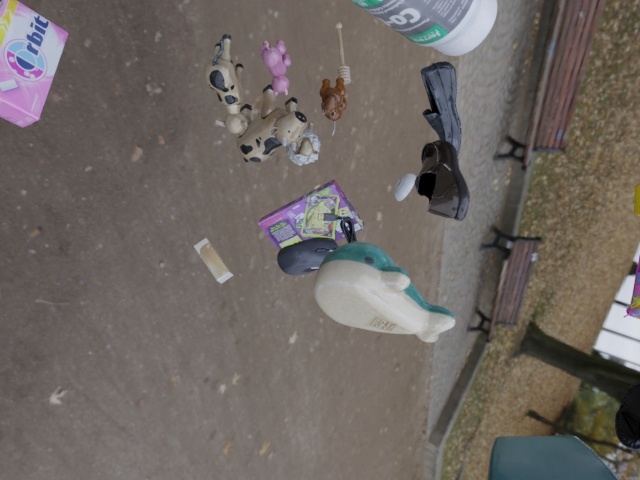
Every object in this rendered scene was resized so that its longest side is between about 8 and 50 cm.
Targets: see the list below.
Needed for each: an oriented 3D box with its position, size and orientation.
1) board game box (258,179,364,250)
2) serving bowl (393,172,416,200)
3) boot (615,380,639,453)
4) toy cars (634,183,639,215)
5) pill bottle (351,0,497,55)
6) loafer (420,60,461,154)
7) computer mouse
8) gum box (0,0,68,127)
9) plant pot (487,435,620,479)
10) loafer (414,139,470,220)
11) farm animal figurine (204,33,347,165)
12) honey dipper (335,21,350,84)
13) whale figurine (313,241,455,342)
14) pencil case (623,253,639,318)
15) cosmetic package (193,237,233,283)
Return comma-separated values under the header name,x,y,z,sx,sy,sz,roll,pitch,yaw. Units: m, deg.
name,x,y,z,sx,sy,sz,roll,pitch,yaw
board game box,-0.037,-0.063,1.997,0.208,0.346,0.056,52,30,-25
serving bowl,0.224,-0.149,1.466,0.083,0.027,0.083,-55,-168,18
boot,0.674,0.317,1.036,0.207,0.094,0.247,40,77,-31
toy cars,0.882,-0.144,1.171,0.087,0.176,0.394,-31,169,-35
pill bottle,0.210,-0.544,1.149,0.360,0.204,0.204,12,97,-41
loafer,0.267,-0.283,1.209,0.076,0.078,0.223,-109,-174,-67
computer mouse,0.000,0.000,1.553,0.060,0.261,0.184,127,-44,-62
gum box,-0.508,-0.301,0.901,0.107,0.062,0.189,29,62,-47
plant pot,0.270,0.347,0.619,0.234,0.165,0.166,-71,154,-66
loafer,0.213,-0.121,0.997,0.220,0.078,0.080,-94,-172,-54
farm animal figurine,-0.114,-0.272,1.209,0.327,0.330,0.172,137,-40,-59
honey dipper,0.053,-0.466,1.335,0.030,0.030,0.161,20,64,-65
whale figurine,0.125,0.099,1.041,0.216,0.271,0.141,115,-2,-54
pencil case,1.055,0.147,1.733,0.104,0.104,0.237,29,77,-65
cosmetic package,-0.283,0.054,1.433,0.041,0.115,0.060,-35,170,-6
